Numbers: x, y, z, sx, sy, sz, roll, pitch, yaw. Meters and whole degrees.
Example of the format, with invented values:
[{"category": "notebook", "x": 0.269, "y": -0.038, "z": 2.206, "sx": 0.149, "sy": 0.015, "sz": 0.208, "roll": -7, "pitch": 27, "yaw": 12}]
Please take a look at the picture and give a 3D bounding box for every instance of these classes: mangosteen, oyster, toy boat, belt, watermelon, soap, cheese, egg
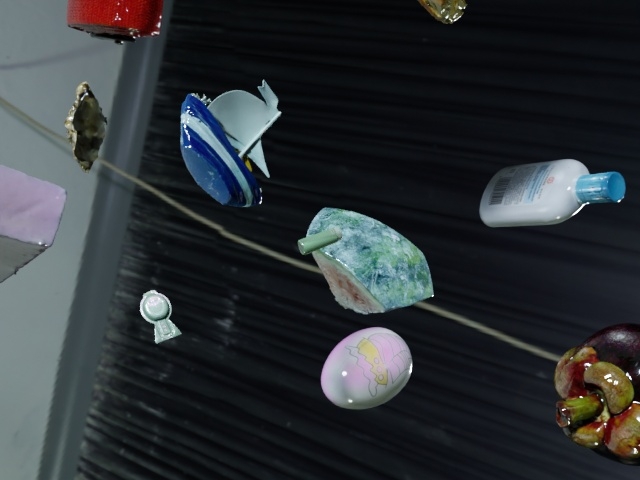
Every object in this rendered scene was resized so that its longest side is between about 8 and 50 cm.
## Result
[{"category": "mangosteen", "x": 0.430, "y": 0.226, "z": 1.164, "sx": 0.250, "sy": 0.211, "sz": 0.211, "roll": -3, "pitch": 105, "yaw": -35}, {"category": "oyster", "x": -0.411, "y": -0.198, "z": 1.396, "sx": 0.103, "sy": 0.051, "sz": 0.148, "roll": 48, "pitch": 52, "yaw": -77}, {"category": "toy boat", "x": -0.132, "y": -0.195, "z": 1.417, "sx": 0.220, "sy": 0.067, "sz": 0.291, "roll": 56, "pitch": 42, "yaw": -20}, {"category": "belt", "x": -0.374, "y": -0.419, "z": 1.468, "sx": 0.128, "sy": 0.201, "sz": 0.124, "roll": -4, "pitch": 104, "yaw": -55}, {"category": "watermelon", "x": 0.117, "y": 0.090, "z": 2.240, "sx": 0.228, "sy": 0.387, "sz": 0.258, "roll": -52, "pitch": 173, "yaw": -36}, {"category": "soap", "x": -0.561, "y": -0.038, "z": 1.189, "sx": 0.285, "sy": 0.296, "sz": 0.107, "roll": 20, "pitch": 65, "yaw": -31}, {"category": "cheese", "x": -0.356, "y": 0.164, "z": 1.784, "sx": 0.067, "sy": 0.120, "sz": 0.026, "roll": -20, "pitch": 161, "yaw": -21}, {"category": "egg", "x": 0.115, "y": 0.322, "z": 2.041, "sx": 0.271, "sy": 0.196, "sz": 0.196, "roll": -6, "pitch": 106, "yaw": -54}]

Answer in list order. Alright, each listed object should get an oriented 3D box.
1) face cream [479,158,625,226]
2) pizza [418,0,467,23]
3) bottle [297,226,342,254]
[{"category": "face cream", "x": 0.498, "y": -0.105, "z": 1.754, "sx": 0.080, "sy": 0.337, "sz": 0.163, "roll": 40, "pitch": 68, "yaw": -27}, {"category": "pizza", "x": 0.227, "y": -0.615, "z": 1.313, "sx": 0.130, "sy": 0.406, "sz": 0.439, "roll": -29, "pitch": 96, "yaw": -36}, {"category": "bottle", "x": 0.000, "y": 0.000, "z": 1.530, "sx": 0.083, "sy": 0.030, "sz": 0.030, "roll": -21, "pitch": 124, "yaw": -16}]
